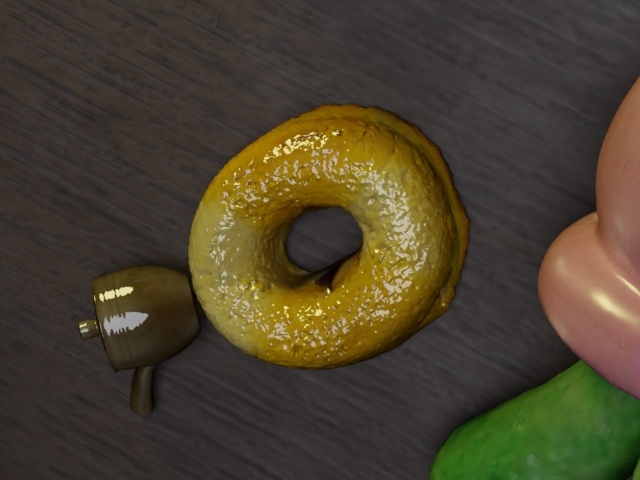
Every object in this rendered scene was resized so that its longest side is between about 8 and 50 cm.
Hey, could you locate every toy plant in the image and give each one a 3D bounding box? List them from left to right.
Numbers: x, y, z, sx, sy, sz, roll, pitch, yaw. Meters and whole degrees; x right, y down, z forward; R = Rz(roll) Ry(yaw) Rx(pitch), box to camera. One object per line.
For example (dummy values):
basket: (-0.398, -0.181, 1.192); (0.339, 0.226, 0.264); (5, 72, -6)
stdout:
toy plant: (0.251, 0.075, 0.907); (0.317, 0.210, 0.356); (16, 111, 5)

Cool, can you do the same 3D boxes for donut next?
donut: (0.000, 0.002, 0.999); (0.190, 0.074, 0.174); (-13, 95, 11)

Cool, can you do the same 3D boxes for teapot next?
teapot: (-0.120, 0.065, 1.042); (0.080, 0.085, 0.110); (-13, 123, -3)
